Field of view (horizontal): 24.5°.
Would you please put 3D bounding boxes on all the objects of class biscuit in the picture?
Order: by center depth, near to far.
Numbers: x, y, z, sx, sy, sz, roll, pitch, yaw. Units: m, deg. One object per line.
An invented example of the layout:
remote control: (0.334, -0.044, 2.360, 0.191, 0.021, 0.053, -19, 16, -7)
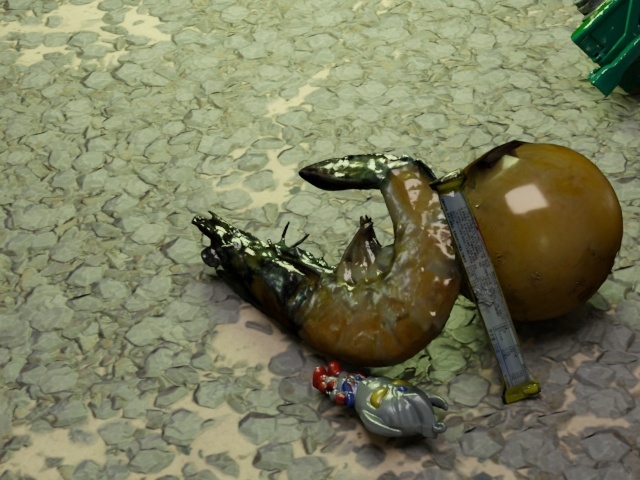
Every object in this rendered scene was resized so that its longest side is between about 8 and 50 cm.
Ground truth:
biscuit: (0.196, 0.057, 1.749, 0.048, 0.292, 0.026, -19, 10, 6)

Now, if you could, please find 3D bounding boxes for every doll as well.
doll: (0.075, 0.192, 1.758, 0.194, 0.062, 0.104, 22, 8, 40)

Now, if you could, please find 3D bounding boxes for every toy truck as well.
toy truck: (0.532, -0.370, 2.201, 0.363, 0.176, 0.178, -45, 15, 18)

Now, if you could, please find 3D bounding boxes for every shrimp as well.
shrimp: (0.000, 0.000, 1.892, 0.445, 0.272, 0.085, 18, 0, 40)

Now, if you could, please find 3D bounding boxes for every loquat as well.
loquat: (0.259, -0.010, 1.850, 0.235, 0.235, 0.235, -4, 39, 3)
